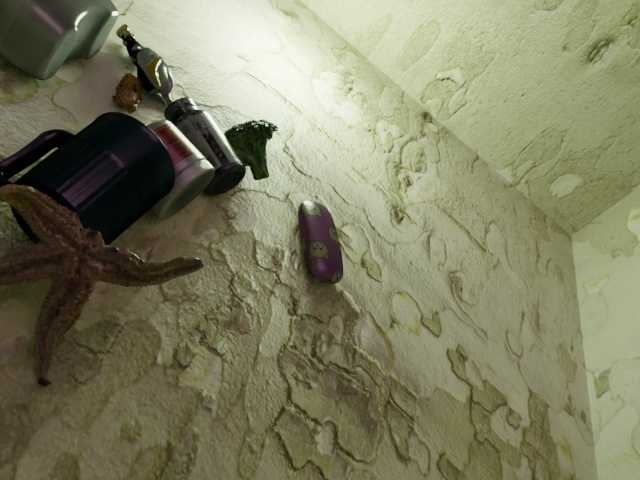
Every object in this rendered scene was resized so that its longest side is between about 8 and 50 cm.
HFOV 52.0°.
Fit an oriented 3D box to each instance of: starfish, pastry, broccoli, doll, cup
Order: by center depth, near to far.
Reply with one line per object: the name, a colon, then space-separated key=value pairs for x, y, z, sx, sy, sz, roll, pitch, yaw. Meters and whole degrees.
starfish: x=-0.505 y=0.058 z=1.278 sx=0.398 sy=0.384 sz=0.132 roll=43 pitch=-6 yaw=-20
cup: x=-0.533 y=-0.137 z=1.476 sx=0.308 sy=0.242 sz=0.292 roll=45 pitch=46 yaw=-12
pastry: x=-0.568 y=-0.438 z=1.950 sx=0.080 sy=0.056 sz=0.140 roll=29 pitch=41 yaw=-21
doll: x=-0.536 y=-0.538 z=2.043 sx=0.103 sy=0.145 sz=0.316 roll=-27 pitch=68 yaw=-27
broccoli: x=-0.217 y=-0.277 z=2.058 sx=0.220 sy=0.194 sz=0.194 roll=-20 pitch=64 yaw=-11

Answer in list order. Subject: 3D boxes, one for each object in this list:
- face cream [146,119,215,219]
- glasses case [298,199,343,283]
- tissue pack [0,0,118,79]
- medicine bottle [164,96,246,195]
face cream: x=-0.411 y=-0.187 z=1.724 sx=0.187 sy=0.201 sz=0.201 roll=46 pitch=35 yaw=2
glasses case: x=0.000 y=0.000 z=2.067 sx=0.123 sy=0.076 sz=0.316 roll=19 pitch=42 yaw=-33
tissue pack: x=-0.739 y=-0.608 z=1.790 sx=0.236 sy=0.229 sz=0.333 roll=42 pitch=35 yaw=-9
medicine bottle: x=-0.350 y=-0.283 z=1.939 sx=0.141 sy=0.141 sz=0.293 roll=-16 pitch=67 yaw=-52
